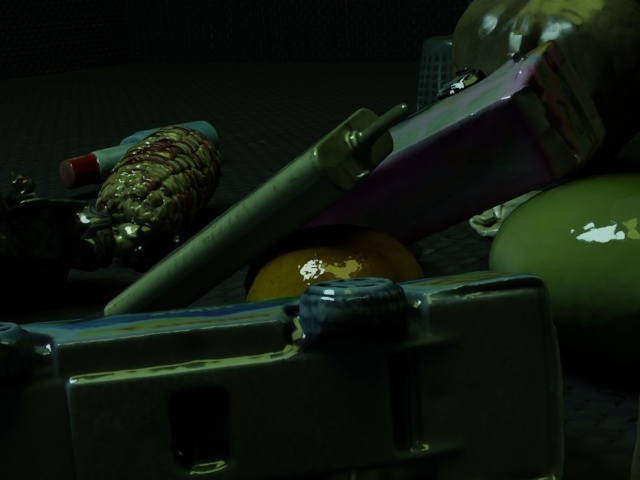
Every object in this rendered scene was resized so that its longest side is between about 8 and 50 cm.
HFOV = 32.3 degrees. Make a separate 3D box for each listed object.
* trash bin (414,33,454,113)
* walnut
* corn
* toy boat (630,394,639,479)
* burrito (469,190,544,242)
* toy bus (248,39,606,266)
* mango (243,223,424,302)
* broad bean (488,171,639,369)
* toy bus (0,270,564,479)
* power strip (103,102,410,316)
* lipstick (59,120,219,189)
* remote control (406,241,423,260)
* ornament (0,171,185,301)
[{"bbox_3d":[0.198,-0.197,1.486,0.176,0.161,0.175,-5,13,1],"label":"trash bin"},{"bbox_3d":[0.276,-0.206,1.304,0.248,0.248,0.248,-3,13,1],"label":"walnut"},{"bbox_3d":[-0.155,-0.047,1.070,0.098,0.098,0.290,-2,17,3],"label":"corn"},{"bbox_3d":[0.182,0.094,0.343,0.061,0.116,0.188,-2,10,-24],"label":"toy boat"},{"bbox_3d":[0.251,-0.002,0.865,0.275,0.059,0.082,7,23,35],"label":"burrito"},{"bbox_3d":[0.059,-0.042,0.796,0.274,0.090,0.112,-26,11,35],"label":"toy bus"},{"bbox_3d":[0.007,0.034,0.707,0.115,0.089,0.165,-13,10,0],"label":"mango"},{"bbox_3d":[0.250,0.010,0.676,0.291,0.119,0.238,-2,13,5],"label":"broad bean"},{"bbox_3d":[-0.064,0.076,0.504,0.330,0.109,0.136,-5,4,-11],"label":"toy bus"},{"bbox_3d":[-0.039,-0.014,0.714,0.268,0.034,0.092,-34,6,35],"label":"power strip"},{"bbox_3d":[-0.229,-0.105,1.392,0.068,0.061,0.274,7,16,29],"label":"lipstick"},{"bbox_3d":[0.000,0.000,0.938,0.166,0.029,0.065,5,-22,23],"label":"remote control"},{"bbox_3d":[-0.197,-0.016,0.871,0.196,0.153,0.166,1,11,-27],"label":"ornament"}]
